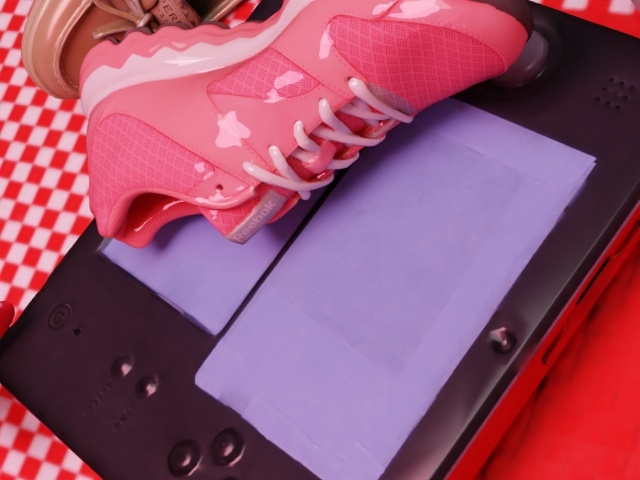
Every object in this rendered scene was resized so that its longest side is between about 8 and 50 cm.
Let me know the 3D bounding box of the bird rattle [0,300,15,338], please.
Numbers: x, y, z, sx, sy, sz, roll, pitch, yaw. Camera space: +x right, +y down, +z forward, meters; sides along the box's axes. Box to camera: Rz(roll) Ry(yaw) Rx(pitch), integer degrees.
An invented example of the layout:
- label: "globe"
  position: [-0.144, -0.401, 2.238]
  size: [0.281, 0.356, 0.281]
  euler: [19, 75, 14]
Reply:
- label: "bird rattle"
  position: [-0.328, 0.093, 0.794]
  size: [0.253, 0.206, 0.143]
  euler: [-6, 75, 54]

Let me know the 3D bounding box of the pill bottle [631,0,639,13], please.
- label: "pill bottle"
  position: [0.323, -0.266, 0.622]
  size: [0.407, 0.229, 0.229]
  euler: [-31, 56, 11]

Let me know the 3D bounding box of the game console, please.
- label: "game console"
  position: [0.000, 0.000, 0.757]
  size: [0.342, 0.060, 0.387]
  euler: [32, 81, 35]

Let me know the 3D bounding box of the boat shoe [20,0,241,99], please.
- label: "boat shoe"
  position: [-0.093, -0.201, 0.884]
  size: [0.285, 0.104, 0.089]
  euler: [-45, 52, 0]

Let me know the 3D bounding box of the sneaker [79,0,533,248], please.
- label: "sneaker"
  position: [-0.016, -0.065, 0.726]
  size: [0.313, 0.116, 0.136]
  euler: [-12, 66, 35]
